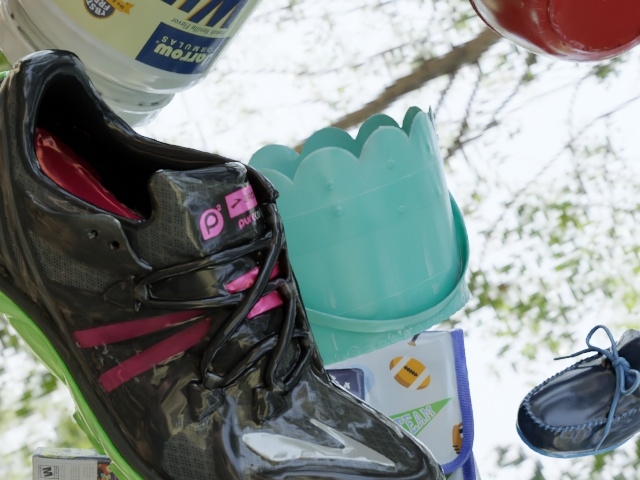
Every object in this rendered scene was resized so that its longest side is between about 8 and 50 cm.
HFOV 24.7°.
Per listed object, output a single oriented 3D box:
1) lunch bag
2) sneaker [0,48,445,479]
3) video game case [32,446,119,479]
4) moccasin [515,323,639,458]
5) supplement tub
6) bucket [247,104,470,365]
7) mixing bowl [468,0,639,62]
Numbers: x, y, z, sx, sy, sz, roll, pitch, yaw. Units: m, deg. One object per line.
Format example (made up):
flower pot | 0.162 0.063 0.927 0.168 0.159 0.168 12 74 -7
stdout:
lunch bag | 0.032 0.303 1.739 0.239 0.327 0.386 39 47 -86
sneaker | -0.094 0.051 1.064 0.483 0.185 0.202 41 -54 5
video game case | -0.254 0.374 1.823 0.042 0.210 0.232 -89 -179 -77
moccasin | 0.382 0.152 1.774 0.138 0.342 0.117 49 -33 33
supplement tub | -0.158 -0.294 1.429 0.325 0.235 0.235 -50 -117 28
bucket | 0.000 0.000 1.340 0.281 0.281 0.183 -4 -74 61
mixing bowl | 0.204 -0.205 1.118 0.098 0.181 0.181 -102 -171 -54
